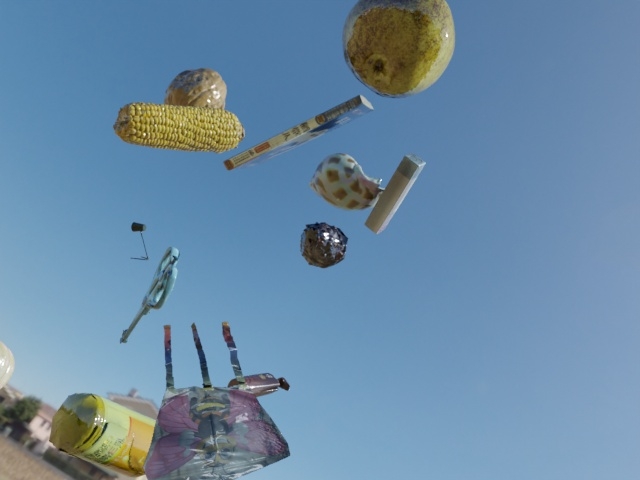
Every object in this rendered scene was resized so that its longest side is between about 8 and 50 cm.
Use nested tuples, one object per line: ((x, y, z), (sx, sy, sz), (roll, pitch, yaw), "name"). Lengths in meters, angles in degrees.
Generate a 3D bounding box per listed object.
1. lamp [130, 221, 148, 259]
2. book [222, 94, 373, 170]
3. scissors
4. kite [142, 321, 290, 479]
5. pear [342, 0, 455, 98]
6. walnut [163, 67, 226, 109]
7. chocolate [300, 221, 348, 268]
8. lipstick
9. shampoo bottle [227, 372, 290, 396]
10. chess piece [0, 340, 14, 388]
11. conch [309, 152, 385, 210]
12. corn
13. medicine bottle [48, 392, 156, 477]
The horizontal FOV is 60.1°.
((-0.579, 0.002, 1.786), (0.054, 0.121, 0.041), (3, 6, 15), "lamp")
((-0.053, -0.314, 1.634), (0.428, 0.300, 0.039), (-23, -85, 14), "book")
((-0.471, 0.171, 1.522), (0.032, 0.180, 0.393), (23, -55, -25), "scissors")
((-0.179, 0.245, 0.895), (0.204, 0.360, 0.022), (-4, -61, -14), "kite")
((0.132, -0.340, 0.968), (0.197, 0.197, 0.197), (23, -31, 15), "pear")
((-0.432, -0.497, 1.929), (0.198, 0.245, 0.198), (24, -39, 21), "walnut")
((0.000, 0.000, 1.673), (0.156, 0.156, 0.133), (23, -15, 15), "chocolate")
((0.265, -0.166, 2.004), (0.068, 0.066, 0.317), (40, -56, 16), "lipstick")
((-0.178, 0.432, 1.644), (0.236, 0.067, 0.068), (13, 40, -59), "shampoo bottle")
((-0.508, 0.160, 0.786), (0.094, 0.094, 0.170), (30, -31, 3), "chess piece")
((0.088, -0.220, 2.167), (0.249, 0.197, 0.368), (47, -2, -26), "conch")
((-0.293, -0.237, 1.159), (0.106, 0.293, 0.106), (4, -85, 45), "corn")
((-0.416, 0.384, 1.092), (0.124, 0.124, 0.239), (10, -26, 32), "medicine bottle")
